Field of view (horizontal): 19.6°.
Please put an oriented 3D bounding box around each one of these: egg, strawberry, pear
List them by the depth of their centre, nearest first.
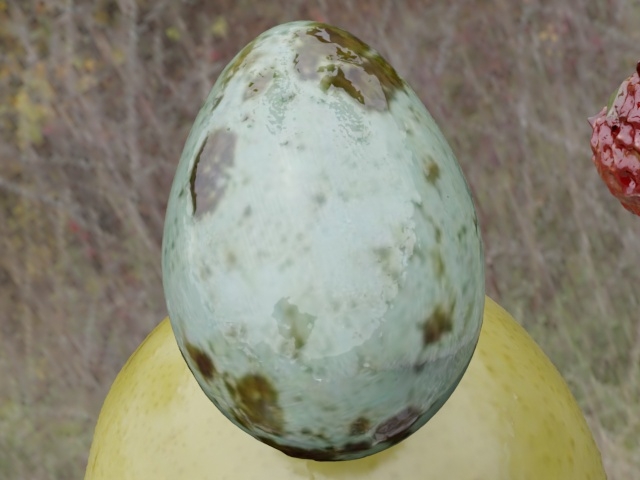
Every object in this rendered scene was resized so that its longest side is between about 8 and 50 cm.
[{"bbox_3d":[0.000,0.000,0.970,0.169,0.169,0.231,-6,89,22],"label":"egg"},{"bbox_3d":[0.010,0.170,1.187,0.348,0.348,0.348,-14,44,14],"label":"pear"},{"bbox_3d":[0.364,-0.059,1.604,0.205,0.205,0.244,-34,72,-7],"label":"strawberry"}]
